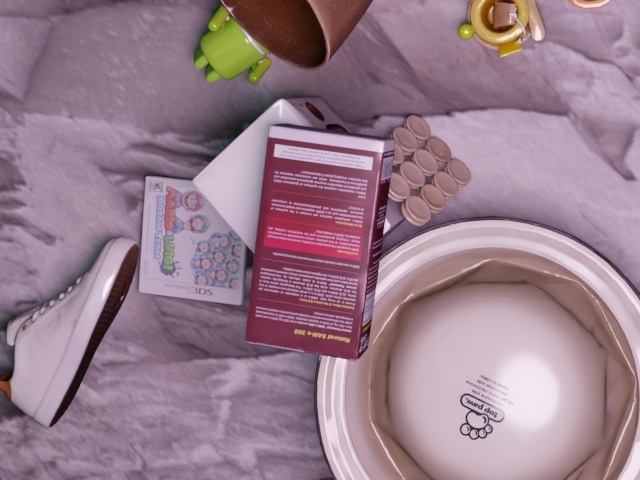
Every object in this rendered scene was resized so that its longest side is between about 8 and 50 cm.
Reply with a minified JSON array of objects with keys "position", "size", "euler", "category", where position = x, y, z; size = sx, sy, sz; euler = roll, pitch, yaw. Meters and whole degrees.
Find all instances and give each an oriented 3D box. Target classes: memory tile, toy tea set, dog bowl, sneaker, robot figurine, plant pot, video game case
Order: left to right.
[{"position":[-0.345,0.104,1.628],"size":[0.123,0.106,0.290],"euler":[31,104,5],"category":"sneaker"},{"position":[-0.165,-0.001,1.617],"size":[0.143,0.019,0.157],"euler":[7,99,12],"category":"video game case"},{"position":[-0.104,-0.246,1.545],"size":[0.115,0.067,0.101],"euler":[-32,117,13],"category":"robot figurine"},{"position":[0.008,-0.353,1.432],"size":[0.215,0.215,0.230],"euler":[44,74,4],"category":"plant pot"},{"position":[0.116,-0.085,1.483],"size":[0.113,0.148,0.012],"euler":[47,132,3],"category":"memory tile"},{"position":[0.206,0.180,1.458],"size":[0.408,0.150,0.408],"euler":[-1,86,14],"category":"dog bowl"},{"position":[0.294,-0.349,1.410],"size":[0.336,0.124,0.200],"euler":[-19,93,15],"category":"toy tea set"}]

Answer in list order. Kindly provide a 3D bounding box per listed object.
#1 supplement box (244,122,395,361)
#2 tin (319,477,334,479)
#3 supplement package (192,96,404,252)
[{"position":[0.000,0.000,1.342],"size":[0.130,0.073,0.239],"euler":[9,98,12],"category":"supplement box"},{"position":[0.019,0.405,1.621],"size":[0.106,0.040,0.189],"euler":[2,98,17],"category":"tin"},{"position":[-0.013,-0.054,1.480],"size":[0.149,0.203,0.194],"euler":[-41,88,14],"category":"supplement package"}]
